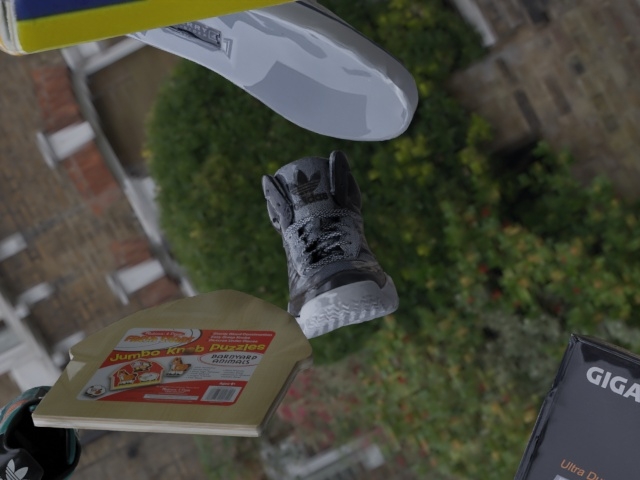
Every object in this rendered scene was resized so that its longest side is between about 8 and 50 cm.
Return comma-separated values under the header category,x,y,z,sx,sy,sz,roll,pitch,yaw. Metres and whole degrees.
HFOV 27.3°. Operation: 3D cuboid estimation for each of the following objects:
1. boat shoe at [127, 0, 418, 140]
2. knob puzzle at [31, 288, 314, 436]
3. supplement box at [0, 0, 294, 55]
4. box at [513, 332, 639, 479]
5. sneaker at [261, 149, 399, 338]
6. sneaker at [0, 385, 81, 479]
category,x,y,z,sx,sy,sz,roll,pitch,yaw
boat shoe,-0.043,-0.157,0.894,0.258,0.084,0.095,28,144,4
knob puzzle,-0.096,0.093,0.984,0.213,0.213,0.030,-113,13,-65
supplement box,-0.122,-0.221,0.557,0.356,0.195,0.194,30,129,50
box,0.284,0.261,1.030,0.295,0.293,0.073,23,-174,22
sneaker,0.000,0.000,1.201,0.268,0.101,0.153,-93,-15,-87
sneaker,-0.306,0.223,1.451,0.108,0.121,0.302,48,-166,-9
